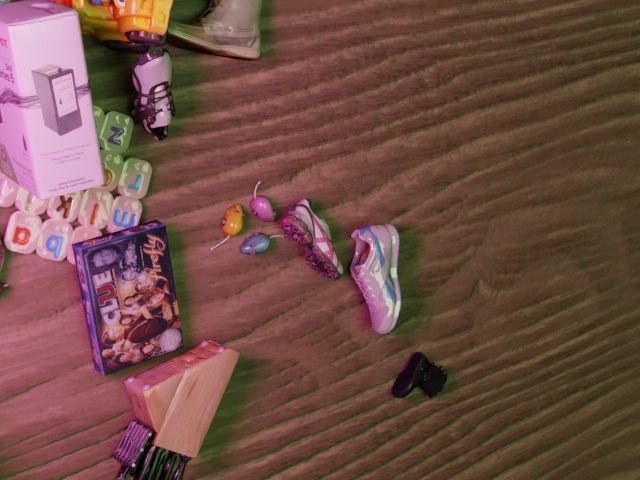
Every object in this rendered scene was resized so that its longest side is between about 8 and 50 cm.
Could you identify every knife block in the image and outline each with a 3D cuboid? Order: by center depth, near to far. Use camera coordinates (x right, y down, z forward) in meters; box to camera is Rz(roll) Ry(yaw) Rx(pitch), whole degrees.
[{"bbox_3d":[-0.257,0.346,1.978,0.276,0.088,0.242,-25,111,-29],"label":"knife block"}]

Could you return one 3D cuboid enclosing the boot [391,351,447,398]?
[{"bbox_3d":[0.219,0.311,2.320,0.099,0.045,0.121,44,72,-34],"label":"boot"}]

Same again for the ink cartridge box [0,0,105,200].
[{"bbox_3d":[-0.440,-0.224,1.656,0.115,0.198,0.273,-18,116,-29],"label":"ink cartridge box"}]

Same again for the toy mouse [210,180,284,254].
[{"bbox_3d":[-0.118,-0.027,2.050,0.143,0.031,0.161,27,82,-34],"label":"toy mouse"}]

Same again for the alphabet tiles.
[{"bbox_3d":[-0.433,-0.103,1.834,0.284,0.021,0.278,15,88,-35],"label":"alphabet tiles"}]

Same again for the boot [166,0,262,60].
[{"bbox_3d":[-0.191,-0.420,1.918,0.213,0.077,0.165,5,95,-39],"label":"boot"}]

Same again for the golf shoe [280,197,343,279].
[{"bbox_3d":[0.000,0.000,2.111,0.086,0.067,0.186,-54,126,-27],"label":"golf shoe"}]

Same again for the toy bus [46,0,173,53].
[{"bbox_3d":[-0.359,-0.399,1.730,0.211,0.220,0.149,6,90,-28],"label":"toy bus"}]

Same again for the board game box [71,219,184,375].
[{"bbox_3d":[-0.340,0.102,1.897,0.165,0.042,0.243,-19,114,-30],"label":"board game box"}]

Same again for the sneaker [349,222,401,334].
[{"bbox_3d":[0.109,0.081,2.194,0.092,0.087,0.228,-4,92,-26],"label":"sneaker"}]

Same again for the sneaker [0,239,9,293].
[{"bbox_3d":[-0.559,0.005,1.751,0.071,0.066,0.188,-19,113,-48],"label":"sneaker"}]

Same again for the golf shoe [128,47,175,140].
[{"bbox_3d":[-0.275,-0.248,1.815,0.077,0.198,0.094,-25,70,-21],"label":"golf shoe"}]

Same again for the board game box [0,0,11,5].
[{"bbox_3d":[-0.618,-0.416,1.603,0.317,0.046,0.213,10,106,-40],"label":"board game box"}]
